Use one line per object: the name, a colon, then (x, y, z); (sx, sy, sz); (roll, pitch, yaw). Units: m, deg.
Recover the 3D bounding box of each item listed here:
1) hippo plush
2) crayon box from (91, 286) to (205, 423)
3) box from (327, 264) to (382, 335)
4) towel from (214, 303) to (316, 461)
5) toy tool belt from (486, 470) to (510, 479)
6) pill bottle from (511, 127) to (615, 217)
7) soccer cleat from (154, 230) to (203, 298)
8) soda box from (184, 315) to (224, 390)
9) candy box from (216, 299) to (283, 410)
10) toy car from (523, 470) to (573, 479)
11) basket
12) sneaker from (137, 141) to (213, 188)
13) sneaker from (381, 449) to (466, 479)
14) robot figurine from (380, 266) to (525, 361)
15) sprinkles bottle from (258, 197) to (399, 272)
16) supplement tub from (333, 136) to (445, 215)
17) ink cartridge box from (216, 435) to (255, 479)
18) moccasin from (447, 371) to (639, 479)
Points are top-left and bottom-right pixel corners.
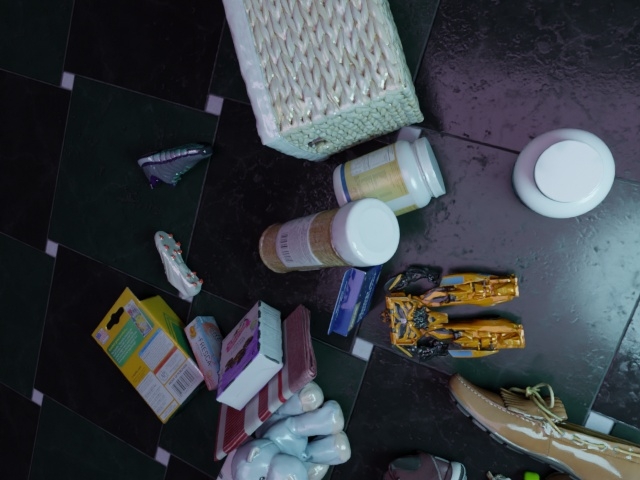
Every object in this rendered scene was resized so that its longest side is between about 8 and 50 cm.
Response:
hippo plush: (-0.089, 0.459, 1.062); (0.294, 0.237, 0.234); (28, 104, 16)
crayon box: (-0.447, 0.299, 1.265); (0.323, 0.083, 0.203); (45, 108, 10)
box: (0.079, 0.113, 0.971); (0.037, 0.225, 0.136); (19, 102, 18)
towel: (-0.129, 0.326, 1.080); (0.037, 0.237, 0.329); (36, 110, -21)
toy tool belt: (0.380, 0.544, 1.000); (0.051, 0.052, 0.083); (3, 94, 52)
pill bottle: (0.409, -0.113, 0.803); (0.146, 0.264, 0.146); (2, 96, 20)
soccer cleat: (-0.389, 0.066, 1.231); (0.076, 0.068, 0.196); (-36, 85, 23)
soda box: (-0.277, 0.283, 1.185); (0.063, 0.058, 0.183); (-42, 62, 20)
candy box: (-0.165, 0.264, 1.095); (0.070, 0.196, 0.165); (34, 109, -22)
toy car: (0.472, 0.551, 0.885); (0.155, 0.188, 0.148); (0, 95, 21)
basket: (0.017, -0.357, 0.901); (0.267, 0.328, 0.331); (-17, 88, 17)
sneaker: (-0.360, -0.191, 1.201); (0.224, 0.083, 0.098); (-4, 115, 25)
sneaker: (0.183, 0.572, 0.984); (0.163, 0.281, 0.106); (14, 135, 35)
robot figurine: (0.264, 0.154, 0.980); (0.291, 0.085, 0.210); (-7, 92, 21)
sprinkles bottle: (0.000, 0.000, 0.953); (0.355, 0.121, 0.121); (-10, 92, 57)
supplement tub: (0.142, -0.120, 0.968); (0.200, 0.144, 0.144); (-19, 88, 21)
ink cartridge box: (-0.188, 0.622, 1.199); (0.140, 0.082, 0.190); (29, 103, 15)
moccasin: (0.436, 0.354, 0.910); (0.380, 0.139, 0.146); (24, 89, 21)
